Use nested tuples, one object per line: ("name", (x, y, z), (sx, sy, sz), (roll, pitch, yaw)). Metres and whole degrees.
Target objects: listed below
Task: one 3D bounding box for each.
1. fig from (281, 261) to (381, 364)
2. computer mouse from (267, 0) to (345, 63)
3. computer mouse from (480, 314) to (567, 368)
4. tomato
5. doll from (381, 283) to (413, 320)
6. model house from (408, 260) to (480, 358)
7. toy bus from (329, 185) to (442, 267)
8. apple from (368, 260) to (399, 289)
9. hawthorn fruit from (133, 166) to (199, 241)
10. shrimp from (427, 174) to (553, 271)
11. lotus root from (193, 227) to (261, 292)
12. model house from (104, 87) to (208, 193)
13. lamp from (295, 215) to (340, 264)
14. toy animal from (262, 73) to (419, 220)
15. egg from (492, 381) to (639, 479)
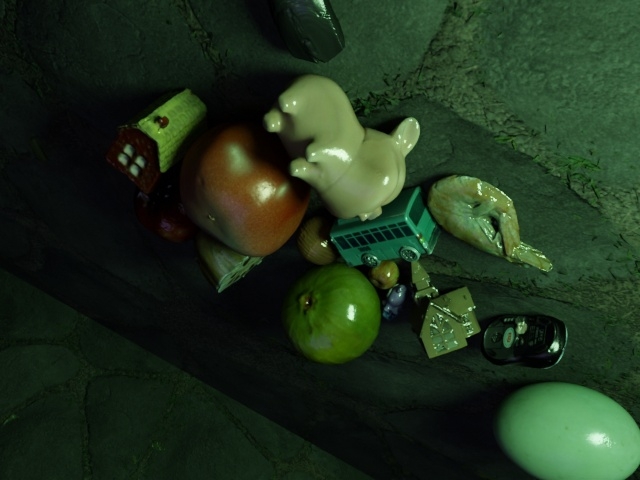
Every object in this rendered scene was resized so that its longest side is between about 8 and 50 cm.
("fig", (0.048, 0.216, 1.663), (0.315, 0.316, 0.316), (20, 145, 15))
("computer mouse", (-0.034, -0.425, 1.063), (0.121, 0.074, 0.217), (5, 140, 32))
("computer mouse", (0.525, 0.262, 1.472), (0.096, 0.137, 0.233), (30, 156, -33))
("tomato", (-0.198, -0.122, 1.399), (0.341, 0.273, 0.342), (20, 145, 14))
("doll", (0.213, 0.176, 1.627), (0.067, 0.110, 0.206), (39, 157, 19))
("model house", (0.303, 0.150, 1.516), (0.176, 0.181, 0.248), (-21, 99, 3))
("toy bus", (0.150, -0.030, 1.387), (0.255, 0.128, 0.147), (-12, 126, 43))
("apple", (0.175, 0.092, 1.576), (0.083, 0.071, 0.084), (27, 147, 19))
("hawthorn fruit", (-0.419, -0.087, 1.680), (0.230, 0.210, 0.266), (19, 154, 17))
("shrimp", (0.378, -0.037, 1.254), (0.317, 0.077, 0.168), (30, 144, 6))
("lotus root", (-0.252, 0.012, 1.654), (0.192, 0.272, 0.272), (42, 146, 2))
("model house", (-0.392, -0.261, 1.430), (0.160, 0.196, 0.254), (47, 142, -11))
("lamp", (0.000, 0.000, 1.531), (0.136, 0.136, 0.136), (20, 145, 15))
("toy animal", (0.037, -0.191, 1.195), (0.237, 0.269, 0.327), (-30, 82, 52))
("egg", (0.668, 0.531, 1.582), (0.388, 0.276, 0.276), (0, 136, 36))
